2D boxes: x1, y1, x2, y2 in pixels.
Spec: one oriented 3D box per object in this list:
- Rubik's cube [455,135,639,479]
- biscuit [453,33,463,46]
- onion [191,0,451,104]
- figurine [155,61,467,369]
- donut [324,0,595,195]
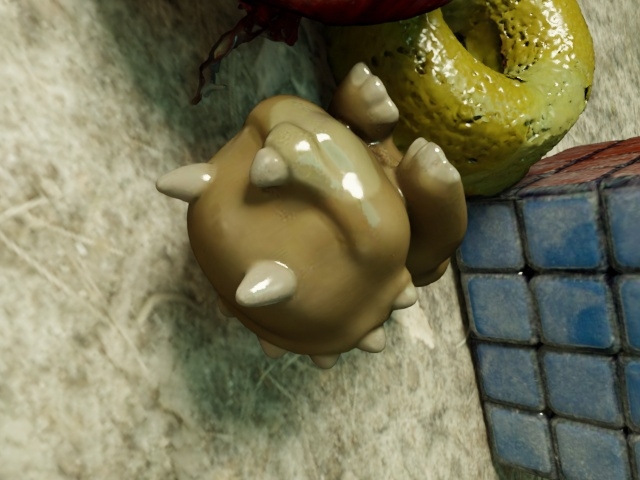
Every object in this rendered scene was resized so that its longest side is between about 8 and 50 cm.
[{"bbox_3d":[0.389,0.061,0.653,0.344,0.344,0.337,-21,103,-39],"label":"Rubik's cube"},{"bbox_3d":[0.200,-0.207,0.699,0.205,0.031,0.138,-13,97,-43],"label":"biscuit"},{"bbox_3d":[-0.013,-0.230,0.400,0.273,0.285,0.273,13,42,-12],"label":"onion"},{"bbox_3d":[-0.003,-0.004,0.424,0.173,0.247,0.177,-35,88,0],"label":"figurine"},{"bbox_3d":[0.137,-0.179,0.543,0.272,0.107,0.272,10,68,-27],"label":"donut"}]
